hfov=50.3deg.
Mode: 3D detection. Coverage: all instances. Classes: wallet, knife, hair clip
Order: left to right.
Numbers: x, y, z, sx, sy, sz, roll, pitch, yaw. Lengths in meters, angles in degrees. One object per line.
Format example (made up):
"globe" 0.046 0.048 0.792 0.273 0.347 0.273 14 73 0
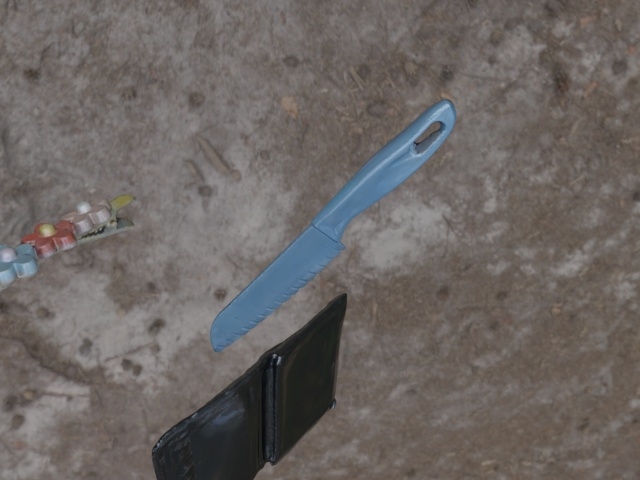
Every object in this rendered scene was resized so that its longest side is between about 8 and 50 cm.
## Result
"hair clip" -0.276 -0.003 0.720 0.062 0.214 0.056 14 119 30
"wallet" -0.076 0.232 0.875 0.323 0.041 0.247 -33 143 -36
"knife" 0.000 0.000 0.572 0.044 0.019 0.313 34 116 -27
